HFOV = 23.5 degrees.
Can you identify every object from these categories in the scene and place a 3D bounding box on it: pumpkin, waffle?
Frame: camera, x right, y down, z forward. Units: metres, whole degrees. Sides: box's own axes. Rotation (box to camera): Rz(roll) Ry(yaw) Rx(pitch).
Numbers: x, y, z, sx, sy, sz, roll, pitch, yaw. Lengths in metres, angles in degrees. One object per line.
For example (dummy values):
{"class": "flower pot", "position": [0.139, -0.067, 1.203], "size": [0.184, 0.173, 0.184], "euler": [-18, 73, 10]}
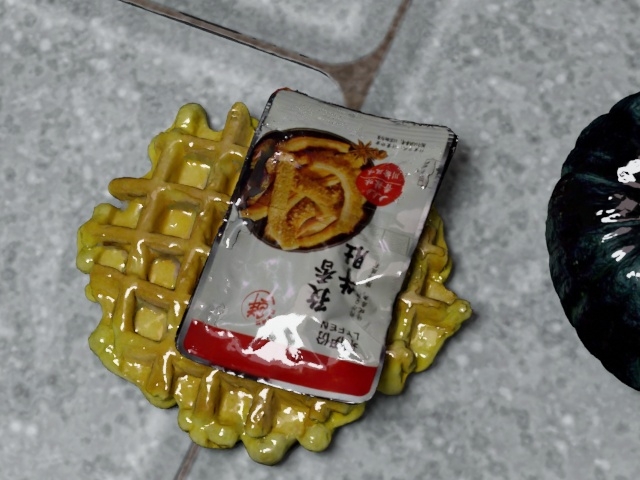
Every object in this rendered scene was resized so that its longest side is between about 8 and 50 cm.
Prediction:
{"class": "pumpkin", "position": [0.275, -0.011, 1.073], "size": [0.248, 0.248, 0.248], "euler": [-2, 69, 6]}
{"class": "waffle", "position": [-0.040, 0.021, 1.195], "size": [0.300, 0.058, 0.281], "euler": [36, 76, 17]}

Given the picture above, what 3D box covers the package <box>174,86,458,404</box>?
{"class": "package", "position": [0.000, 0.000, 1.152], "size": [0.154, 0.030, 0.239], "euler": [15, 69, 11]}
